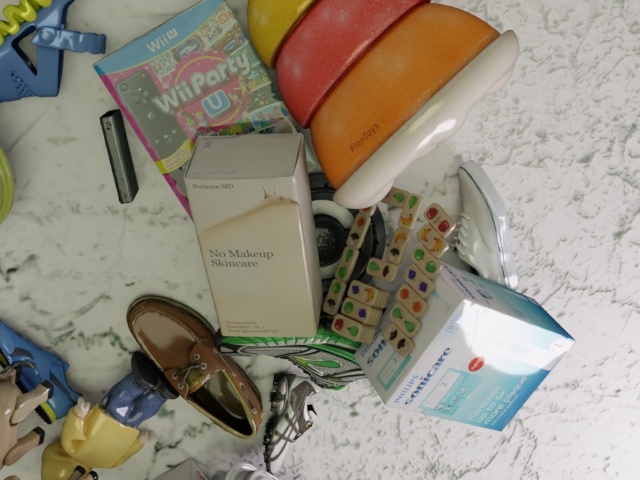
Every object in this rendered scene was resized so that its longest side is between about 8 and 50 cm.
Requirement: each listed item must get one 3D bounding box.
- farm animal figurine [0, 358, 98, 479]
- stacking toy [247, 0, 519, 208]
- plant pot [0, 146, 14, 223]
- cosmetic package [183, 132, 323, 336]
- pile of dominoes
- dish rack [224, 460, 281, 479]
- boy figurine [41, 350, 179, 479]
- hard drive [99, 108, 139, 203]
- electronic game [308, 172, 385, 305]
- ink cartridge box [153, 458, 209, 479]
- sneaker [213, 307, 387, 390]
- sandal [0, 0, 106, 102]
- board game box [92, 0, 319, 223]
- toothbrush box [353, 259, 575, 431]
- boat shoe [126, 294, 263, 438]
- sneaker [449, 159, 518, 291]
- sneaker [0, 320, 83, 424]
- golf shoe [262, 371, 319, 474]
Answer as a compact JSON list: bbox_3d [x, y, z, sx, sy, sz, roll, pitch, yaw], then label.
[{"bbox_3d":[-0.503,0.347,1.200,0.330,0.172,0.327,9,111,22],"label":"farm animal figurine"},{"bbox_3d":[0.017,-0.318,1.121,0.350,0.350,0.480,-43,91,6],"label":"stacking toy"},{"bbox_3d":[-0.611,-0.040,1.059,0.276,0.254,0.276,5,128,6],"label":"plant pot"},{"bbox_3d":[-0.090,0.000,1.152,0.160,0.113,0.309,-1,130,8],"label":"cosmetic package"},{"bbox_3d":[0.096,0.038,1.207,0.040,0.196,0.251,19,91,-46],"label":"pile of dominoes"},{"bbox_3d":[-0.054,0.559,1.313,0.072,0.285,0.333,-19,133,31],"label":"dish rack"},{"bbox_3d":[-0.369,0.328,1.330,0.285,0.092,0.177,-45,134,10],"label":"boy figurine"},{"bbox_3d":[-0.313,-0.132,1.202,0.022,0.094,0.135,-10,107,-4],"label":"hard drive"},{"bbox_3d":[0.000,0.000,1.306,0.229,0.048,0.229,-3,101,-13],"label":"electronic game"},{"bbox_3d":[-0.250,0.540,1.334,0.168,0.233,0.171,-31,108,4],"label":"ink cartridge box"},{"bbox_3d":[-0.011,0.192,1.317,0.343,0.134,0.146,7,106,-10],"label":"sneaker"},{"bbox_3d":[-0.440,-0.260,1.139,0.317,0.126,0.138,-42,111,7],"label":"sandal"},{"bbox_3d":[-0.174,-0.196,1.203,0.224,0.097,0.303,-30,107,1],"label":"board game box"},{"bbox_3d":[0.239,0.177,1.271,0.295,0.126,0.216,22,110,-35],"label":"toothbrush box"},{"bbox_3d":[-0.206,0.215,1.312,0.111,0.104,0.307,-44,107,6],"label":"boat shoe"},{"bbox_3d":[0.268,-0.007,1.315,0.091,0.094,0.258,-22,109,-7],"label":"sneaker"},{"bbox_3d":[-0.485,0.208,1.303,0.082,0.069,0.209,-39,99,-33],"label":"sneaker"},{"bbox_3d":[-0.053,0.336,1.383,0.094,0.077,0.198,8,106,-10],"label":"golf shoe"}]
